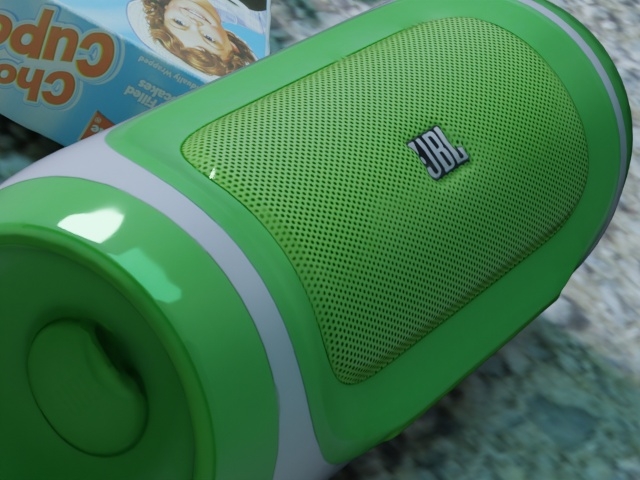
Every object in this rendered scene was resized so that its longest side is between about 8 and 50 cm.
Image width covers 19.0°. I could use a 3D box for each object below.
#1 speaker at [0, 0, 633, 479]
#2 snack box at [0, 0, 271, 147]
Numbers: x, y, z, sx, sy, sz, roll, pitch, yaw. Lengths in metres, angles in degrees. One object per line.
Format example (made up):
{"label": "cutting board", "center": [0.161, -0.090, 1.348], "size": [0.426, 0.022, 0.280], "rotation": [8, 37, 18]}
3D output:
{"label": "speaker", "center": [0.000, 0.000, 0.633], "size": [0.131, 0.131, 0.296], "rotation": [34, 33, 16]}
{"label": "snack box", "center": [-0.169, -0.149, 0.752], "size": [0.322, 0.060, 0.187], "rotation": [27, 30, -17]}
